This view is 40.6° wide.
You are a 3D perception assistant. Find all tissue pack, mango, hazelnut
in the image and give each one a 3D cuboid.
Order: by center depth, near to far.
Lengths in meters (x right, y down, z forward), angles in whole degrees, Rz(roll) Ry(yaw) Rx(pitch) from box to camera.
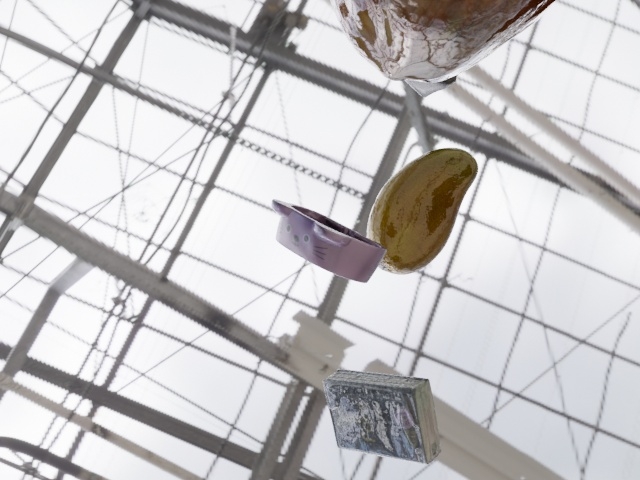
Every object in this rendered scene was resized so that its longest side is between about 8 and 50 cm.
[{"bbox_3d":[0.062,-0.144,0.384,0.150,0.150,0.150,7,-106,-26],"label":"hazelnut"},{"bbox_3d":[0.084,0.240,1.189,0.051,0.156,0.112,-25,-71,-47],"label":"tissue pack"},{"bbox_3d":[0.156,-0.050,1.350,0.136,0.099,0.227,35,-87,-17],"label":"mango"}]

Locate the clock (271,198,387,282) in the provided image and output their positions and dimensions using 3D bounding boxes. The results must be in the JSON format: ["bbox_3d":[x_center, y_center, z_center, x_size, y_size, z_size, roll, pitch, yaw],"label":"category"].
[{"bbox_3d":[0.000,0.000,1.090,0.110,0.152,0.050,16,-81,-45],"label":"clock"}]

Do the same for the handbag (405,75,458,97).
[{"bbox_3d":[0.159,-0.425,1.516,0.257,0.113,0.285,31,-115,-24],"label":"handbag"}]
